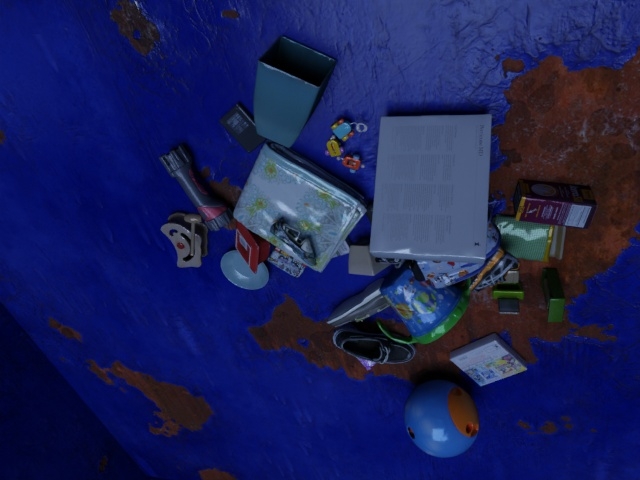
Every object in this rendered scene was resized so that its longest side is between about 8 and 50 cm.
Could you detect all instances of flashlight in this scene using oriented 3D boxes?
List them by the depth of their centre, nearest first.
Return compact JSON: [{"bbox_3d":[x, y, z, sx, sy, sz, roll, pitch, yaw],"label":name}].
[{"bbox_3d":[-0.408,-0.178,1.567,0.103,0.103,0.303,-27,112,4],"label":"flashlight"}]

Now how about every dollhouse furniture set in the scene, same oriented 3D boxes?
[{"bbox_3d":[0.619,0.083,1.392,0.198,0.151,0.301,-1,126,18],"label":"dollhouse furniture set"}]

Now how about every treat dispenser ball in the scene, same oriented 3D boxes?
[{"bbox_3d":[0.472,0.694,1.821,0.289,0.288,0.288,9,128,11],"label":"treat dispenser ball"}]

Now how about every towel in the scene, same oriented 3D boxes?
[{"bbox_3d":[-0.076,-0.099,1.490,0.375,0.090,0.320,33,124,1],"label":"towel"}]

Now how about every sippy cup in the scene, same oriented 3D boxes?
[{"bbox_3d":[0.326,0.181,1.531,0.224,0.305,0.240,43,156,-2],"label":"sippy cup"}]

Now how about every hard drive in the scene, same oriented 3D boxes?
[{"bbox_3d":[-0.234,-0.343,1.425,0.094,0.022,0.135,-31,112,32],"label":"hard drive"}]

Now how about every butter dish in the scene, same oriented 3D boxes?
[{"bbox_3d":[-0.223,0.007,1.639,0.160,0.118,0.159,50,147,30],"label":"butter dish"}]

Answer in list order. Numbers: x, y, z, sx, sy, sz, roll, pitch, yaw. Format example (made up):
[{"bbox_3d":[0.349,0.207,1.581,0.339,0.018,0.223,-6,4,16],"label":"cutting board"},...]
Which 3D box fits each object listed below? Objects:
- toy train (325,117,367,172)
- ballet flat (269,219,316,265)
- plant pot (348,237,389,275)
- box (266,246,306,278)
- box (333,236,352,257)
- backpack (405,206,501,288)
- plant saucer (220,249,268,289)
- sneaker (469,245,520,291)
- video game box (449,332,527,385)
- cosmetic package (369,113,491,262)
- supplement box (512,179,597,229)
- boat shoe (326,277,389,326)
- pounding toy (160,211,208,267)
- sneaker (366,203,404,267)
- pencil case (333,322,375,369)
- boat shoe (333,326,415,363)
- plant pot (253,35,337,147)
[{"bbox_3d":[0.082,-0.284,1.357,0.125,0.046,0.166,14,132,5],"label":"toy train"},{"bbox_3d":[-0.073,0.004,1.466,0.188,0.070,0.070,39,128,-8],"label":"ballet flat"},{"bbox_3d":[0.156,0.048,1.538,0.109,0.109,0.096,3,113,44],"label":"plant pot"},{"bbox_3d":[-0.119,0.073,1.705,0.137,0.027,0.094,30,129,-6],"label":"box"},{"bbox_3d":[0.000,0.000,1.604,0.186,0.038,0.145,-18,118,27],"label":"box"},{"bbox_3d":[0.380,-0.006,1.345,0.264,0.276,0.213,-28,121,25],"label":"backpack"},{"bbox_3d":[-0.285,0.104,1.777,0.195,0.037,0.194,9,129,11],"label":"plant saucer"},{"bbox_3d":[0.515,0.102,1.393,0.083,0.084,0.214,25,148,7],"label":"sneaker"},{"bbox_3d":[0.627,0.450,1.740,0.187,0.048,0.205,43,127,-14],"label":"video game box"},{"bbox_3d":[0.290,-0.136,1.215,0.285,0.376,0.097,3,170,18],"label":"cosmetic package"},{"bbox_3d":[0.638,-0.101,1.276,0.188,0.104,0.080,8,128,12],"label":"supplement box"},{"bbox_3d":[0.148,0.250,1.702,0.091,0.109,0.305,45,123,-12],"label":"boat shoe"},{"bbox_3d":[-0.506,0.002,1.693,0.154,0.154,0.269,13,129,2],"label":"pounding toy"},{"bbox_3d":[0.200,0.000,1.467,0.228,0.132,0.086,45,158,-18],"label":"sneaker"},{"bbox_3d":[0.146,0.416,1.844,0.086,0.088,0.206,-30,113,34],"label":"pencil case"},{"bbox_3d":[0.210,0.416,1.752,0.336,0.119,0.120,12,103,-13],"label":"boat shoe"},{"bbox_3d":[-0.086,-0.384,1.261,0.166,0.165,0.234,24,136,0],"label":"plant pot"}]
